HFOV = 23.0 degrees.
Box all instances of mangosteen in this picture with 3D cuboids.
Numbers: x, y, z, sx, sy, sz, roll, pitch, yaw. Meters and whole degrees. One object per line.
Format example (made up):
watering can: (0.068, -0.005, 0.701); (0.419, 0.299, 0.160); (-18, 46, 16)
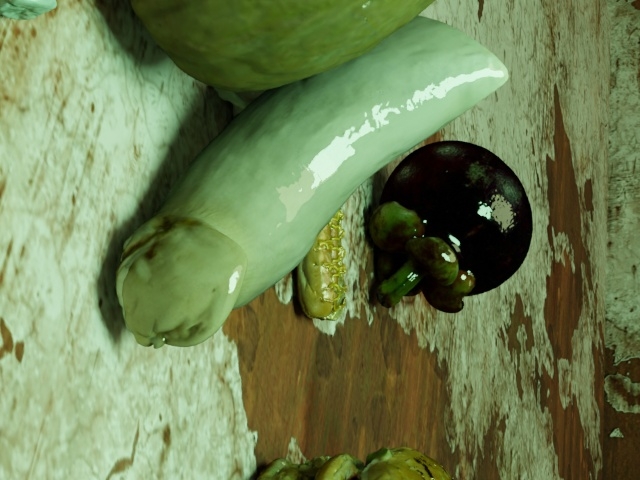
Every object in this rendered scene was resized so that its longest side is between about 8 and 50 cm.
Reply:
mangosteen: (0.144, -0.009, 1.858); (0.230, 0.194, 0.194); (-43, 130, -34)

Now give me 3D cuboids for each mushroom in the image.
mushroom: (-0.030, -0.048, 1.303); (0.397, 0.177, 0.126); (-43, 112, -29)

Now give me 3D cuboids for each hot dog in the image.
hot dog: (0.000, 0.000, 1.611); (0.071, 0.045, 0.165); (25, 62, -66)

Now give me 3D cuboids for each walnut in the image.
walnut: (-0.029, -0.248, 1.256); (0.283, 0.283, 0.227); (64, 10, -46)

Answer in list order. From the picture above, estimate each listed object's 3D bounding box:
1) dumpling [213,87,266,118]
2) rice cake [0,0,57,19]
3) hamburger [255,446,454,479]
dumpling: (-0.040, -0.141, 1.485); (0.169, 0.100, 0.134); (-26, 79, -39)
rice cake: (-0.211, -0.274, 1.080); (0.045, 0.042, 0.245); (8, 78, -55)
hamburger: (0.042, 0.303, 1.417); (0.260, 0.211, 0.245); (56, 27, -45)
